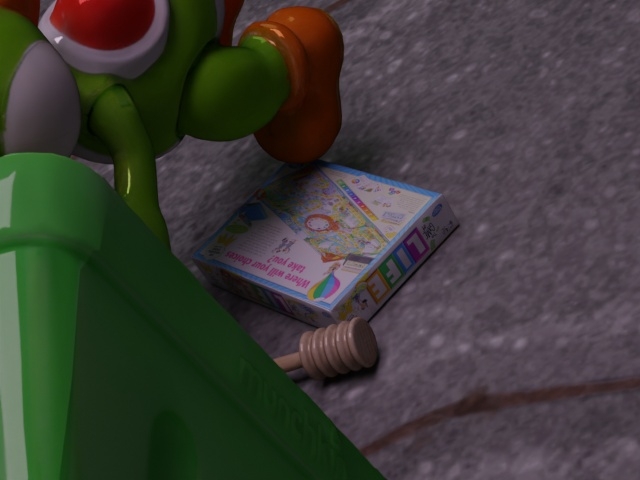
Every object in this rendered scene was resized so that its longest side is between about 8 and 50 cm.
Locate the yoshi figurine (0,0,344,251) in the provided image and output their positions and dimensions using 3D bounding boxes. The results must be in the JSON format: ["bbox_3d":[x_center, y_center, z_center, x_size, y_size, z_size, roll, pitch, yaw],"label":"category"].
[{"bbox_3d":[-0.153,-0.054,1.057,0.203,0.203,0.362,-21,2,41],"label":"yoshi figurine"}]

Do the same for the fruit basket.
[{"bbox_3d":[-0.137,0.101,0.783,0.283,0.392,0.392,-25,33,14],"label":"fruit basket"}]

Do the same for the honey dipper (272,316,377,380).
[{"bbox_3d":[-0.042,0.078,1.044,0.160,0.030,0.030,-17,36,27],"label":"honey dipper"}]

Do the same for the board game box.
[{"bbox_3d":[0.000,0.000,1.112,0.103,0.026,0.154,-45,34,-19],"label":"board game box"}]
